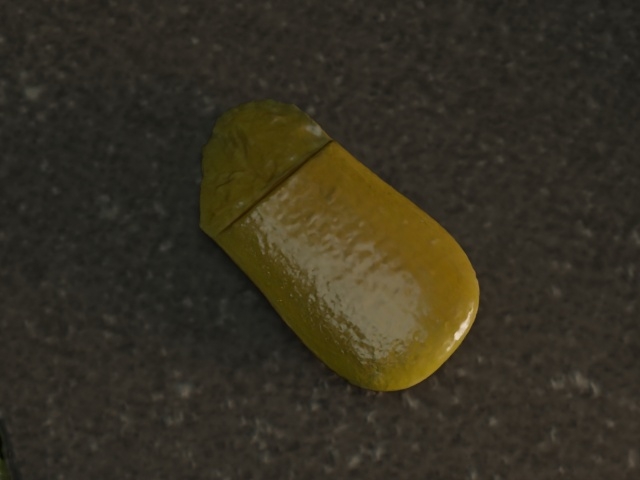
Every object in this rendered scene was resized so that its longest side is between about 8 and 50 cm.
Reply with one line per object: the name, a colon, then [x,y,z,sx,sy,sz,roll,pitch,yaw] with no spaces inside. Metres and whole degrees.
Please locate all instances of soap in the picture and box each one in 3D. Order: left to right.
soap: [0.000,0.000,0.927,0.168,0.033,0.089,41,74,12]
